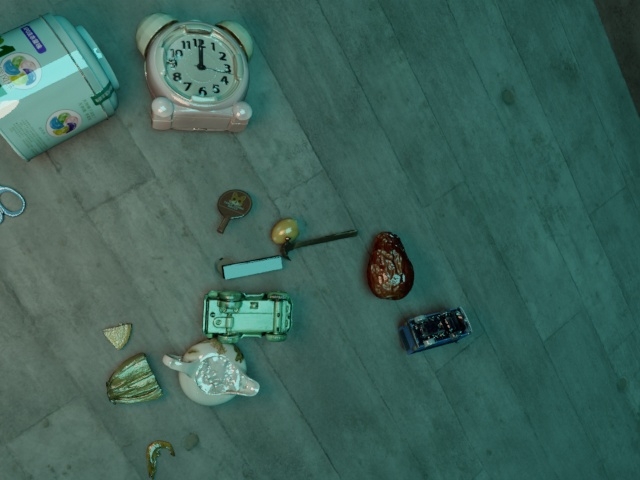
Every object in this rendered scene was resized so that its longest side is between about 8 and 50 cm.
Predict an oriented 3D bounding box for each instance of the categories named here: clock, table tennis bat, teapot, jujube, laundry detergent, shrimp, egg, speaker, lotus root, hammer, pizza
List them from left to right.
[{"bbox_3d":[-0.704,-0.402,1.239,0.305,0.287,0.287,-36,102,-17],"label":"laundry detergent"},{"bbox_3d":[-0.600,0.273,1.416,0.078,0.025,0.083,30,73,-23],"label":"pizza"},{"bbox_3d":[-0.554,0.411,1.412,0.144,0.070,0.143,-17,102,-24],"label":"lotus root"},{"bbox_3d":[-0.486,0.668,1.462,0.083,0.023,0.115,3,85,-23],"label":"shrimp"},{"bbox_3d":[-0.362,-0.500,1.431,0.341,0.184,0.327,-3,87,-26],"label":"clock"},{"bbox_3d":[-0.334,0.398,1.459,0.297,0.139,0.205,19,86,-20],"label":"teapot"},{"bbox_3d":[-0.284,-0.066,1.547,0.107,0.119,0.170,19,58,5],"label":"table tennis bat"},{"bbox_3d":[-0.219,0.087,1.553,0.190,0.040,0.046,-10,95,-21],"label":"speaker"},{"bbox_3d":[-0.117,-0.029,1.571,0.096,0.080,0.080,-24,98,-15],"label":"egg"},{"bbox_3d":[0.000,0.001,1.617,0.296,0.125,0.027,-14,57,-28],"label":"hammer"},{"bbox_3d":[0.241,0.089,1.678,0.167,0.168,0.237,2,74,-21],"label":"jujube"}]

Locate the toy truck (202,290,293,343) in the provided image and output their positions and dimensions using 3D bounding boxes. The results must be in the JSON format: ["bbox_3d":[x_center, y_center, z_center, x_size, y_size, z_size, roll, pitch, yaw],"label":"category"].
[{"bbox_3d":[-0.224,0.228,1.489,0.278,0.156,0.155,3,89,-21],"label":"toy truck"}]

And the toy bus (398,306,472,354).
[{"bbox_3d":[0.413,0.327,1.744,0.233,0.134,0.116,-9,63,-21],"label":"toy bus"}]

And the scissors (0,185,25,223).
[{"bbox_3d":[-0.914,-0.166,1.294,0.125,0.030,0.256,-31,103,-20],"label":"scissors"}]
